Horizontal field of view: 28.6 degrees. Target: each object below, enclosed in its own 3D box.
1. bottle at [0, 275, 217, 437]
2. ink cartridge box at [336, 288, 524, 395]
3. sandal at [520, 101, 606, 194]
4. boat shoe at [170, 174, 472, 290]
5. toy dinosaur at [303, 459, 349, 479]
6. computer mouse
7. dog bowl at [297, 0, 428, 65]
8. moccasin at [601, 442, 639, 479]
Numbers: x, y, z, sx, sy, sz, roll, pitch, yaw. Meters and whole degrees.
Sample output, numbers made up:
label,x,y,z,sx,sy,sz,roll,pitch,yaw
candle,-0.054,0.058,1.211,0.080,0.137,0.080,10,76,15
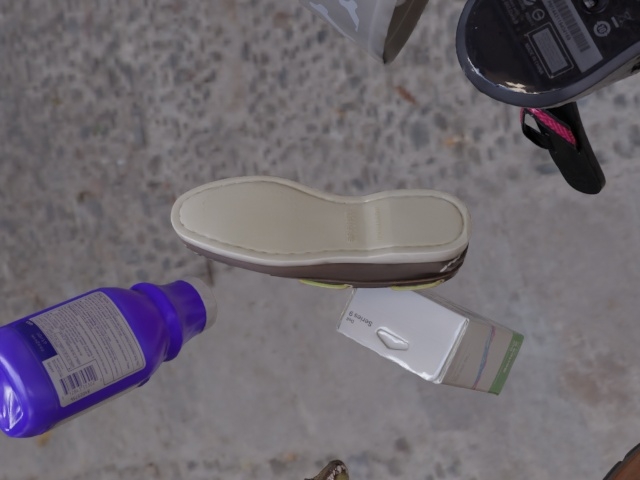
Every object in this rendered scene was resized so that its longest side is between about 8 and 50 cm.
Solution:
label,x,y,z,sx,sy,sz,roll,pitch,yaw
bottle,-0.233,0.111,1.352,0.092,0.283,0.118,-40,79,44
ink cartridge box,0.139,0.116,1.557,0.154,0.212,0.093,26,94,29
sandal,0.232,-0.111,1.262,0.067,0.040,0.179,11,138,58
boat shoe,0.000,0.000,1.380,0.097,0.324,0.116,92,179,-56
toy dinosaur,-0.048,0.263,0.774,0.118,0.268,0.064,31,161,46
computer mouse,0.237,-0.179,0.975,0.072,0.272,0.188,42,-153,-77
dog bowl,0.081,-0.335,1.111,0.102,0.349,0.349,23,126,6
moccasin,0.468,0.275,1.394,0.147,0.380,0.139,-128,36,-50
